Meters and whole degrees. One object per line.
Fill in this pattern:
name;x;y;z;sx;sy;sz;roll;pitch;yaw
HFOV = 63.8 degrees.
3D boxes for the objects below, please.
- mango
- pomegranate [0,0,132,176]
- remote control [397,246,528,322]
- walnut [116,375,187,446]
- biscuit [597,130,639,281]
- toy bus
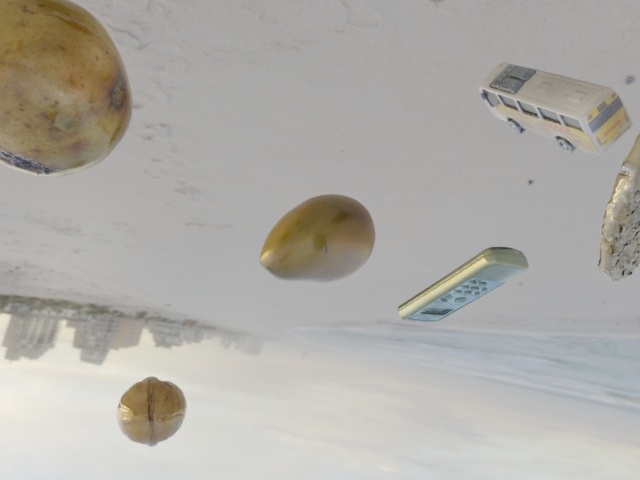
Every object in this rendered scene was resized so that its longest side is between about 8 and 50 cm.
mango;0.000;0.000;1.162;0.173;0.211;0.317;39;-148;28
pomegranate;-0.393;-0.218;0.720;0.260;0.261;0.260;12;169;2
remote control;0.236;0.081;0.869;0.098;0.038;0.233;9;146;-31
walnut;-0.397;0.402;1.214;0.159;0.159;0.206;15;161;-14
biscuit;0.241;-0.039;0.374;0.020;0.152;0.152;28;-178;41
toy bus;0.467;-0.277;1.065;0.138;0.097;0.342;39;-172;-33
